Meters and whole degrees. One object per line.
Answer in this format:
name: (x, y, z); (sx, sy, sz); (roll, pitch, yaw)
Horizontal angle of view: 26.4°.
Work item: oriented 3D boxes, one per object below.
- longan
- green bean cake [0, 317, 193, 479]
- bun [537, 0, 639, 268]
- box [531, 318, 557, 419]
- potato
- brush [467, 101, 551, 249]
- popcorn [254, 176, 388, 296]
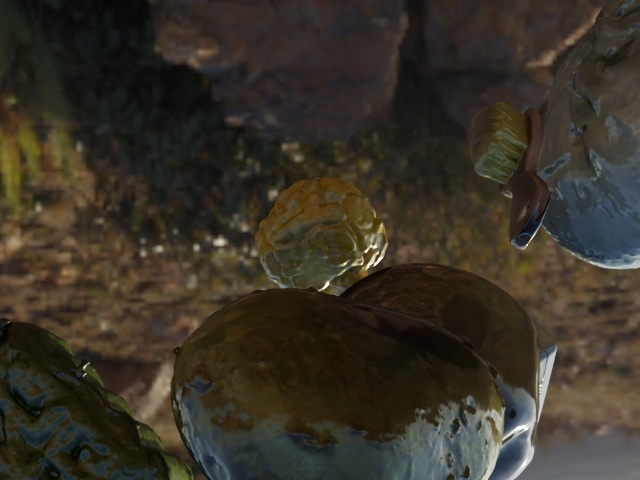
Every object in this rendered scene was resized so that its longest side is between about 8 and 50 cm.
longan: (0.140, 0.176, 1.675); (0.288, 0.288, 0.350); (-8, 145, 18)
green bean cake: (-0.351, 0.291, 1.618); (0.335, 0.319, 0.218); (-48, 171, -1)
bun: (0.350, -0.148, 1.469); (0.194, 0.354, 0.354); (28, 162, -1)
box: (0.262, 0.194, 1.890); (0.055, 0.103, 0.244); (-34, 149, -25)
potato: (0.027, 0.138, 1.070); (0.307, 0.173, 0.210); (8, -157, -44)
brush: (0.158, -0.064, 1.184); (0.067, 0.072, 0.313); (22, -160, -2)
popcorn: (0.000, 0.000, 1.841); (0.180, 0.180, 0.170); (-8, 169, 15)
